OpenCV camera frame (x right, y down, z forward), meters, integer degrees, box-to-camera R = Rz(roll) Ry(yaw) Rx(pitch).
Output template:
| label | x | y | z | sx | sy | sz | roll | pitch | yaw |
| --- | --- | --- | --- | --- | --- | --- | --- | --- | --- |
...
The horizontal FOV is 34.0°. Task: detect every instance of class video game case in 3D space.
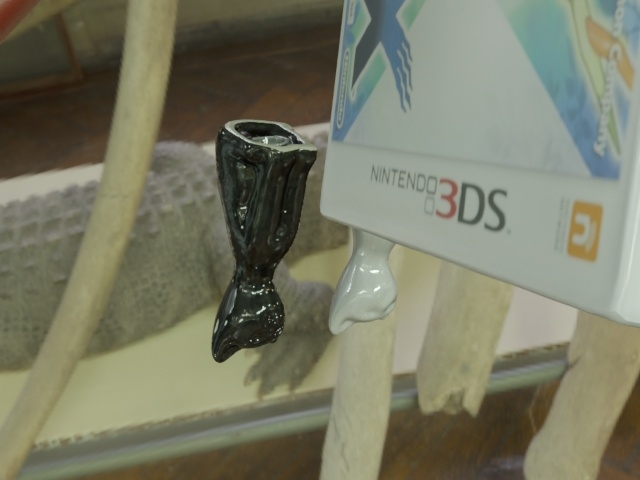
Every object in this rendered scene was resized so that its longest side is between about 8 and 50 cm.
| label | x | y | z | sx | sy | sz | roll | pitch | yaw |
| --- | --- | --- | --- | --- | --- | --- | --- | --- | --- |
| video game case | 0.078 | -0.154 | 0.453 | 0.036 | 0.329 | 0.300 | 5 | 6 | -20 |

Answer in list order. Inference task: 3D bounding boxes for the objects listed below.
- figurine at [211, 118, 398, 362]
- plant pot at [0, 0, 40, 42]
| label | x | y | z | sx | sy | sz | roll | pitch | yaw |
| --- | --- | --- | --- | --- | --- | --- | --- | --- | --- |
| figurine | 0.000 | 0.000 | 0.938 | 0.214 | 0.210 | 0.092 | -7 | 26 | -35 |
| plant pot | -0.422 | -0.300 | 1.126 | 0.265 | 0.272 | 0.272 | -30 | 30 | 28 |
